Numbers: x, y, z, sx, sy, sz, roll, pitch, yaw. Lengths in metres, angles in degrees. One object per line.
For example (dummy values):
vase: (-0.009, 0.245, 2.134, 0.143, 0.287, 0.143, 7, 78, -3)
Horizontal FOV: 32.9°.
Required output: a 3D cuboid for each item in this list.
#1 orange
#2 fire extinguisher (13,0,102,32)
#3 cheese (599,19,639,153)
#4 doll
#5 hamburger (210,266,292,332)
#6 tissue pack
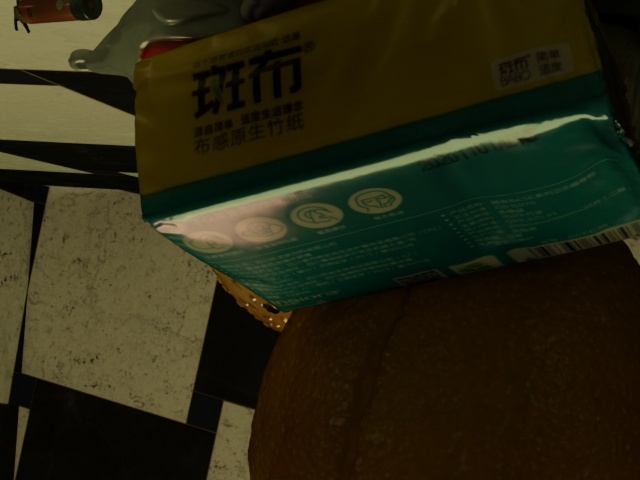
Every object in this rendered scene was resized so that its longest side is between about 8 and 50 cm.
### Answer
orange: (0.109, 0.131, 0.816, 0.322, 0.357, 0.322, 13, 165, 3)
fire extinguisher: (-0.196, -0.167, 0.791, 0.083, 0.028, 0.022, 3, -158, 32)
cheese: (0.133, -0.099, 0.881, 0.318, 0.115, 0.326, 5, 179, -30)
doll: (-0.067, -0.136, 0.715, 0.227, 0.075, 0.102, -7, 160, 22)
hamburger: (0.000, 0.000, 1.140, 0.274, 0.212, 0.274, 35, 171, 6)
tissue pack: (0.047, -0.061, 0.648, 0.271, 0.134, 0.192, -13, 153, 20)
